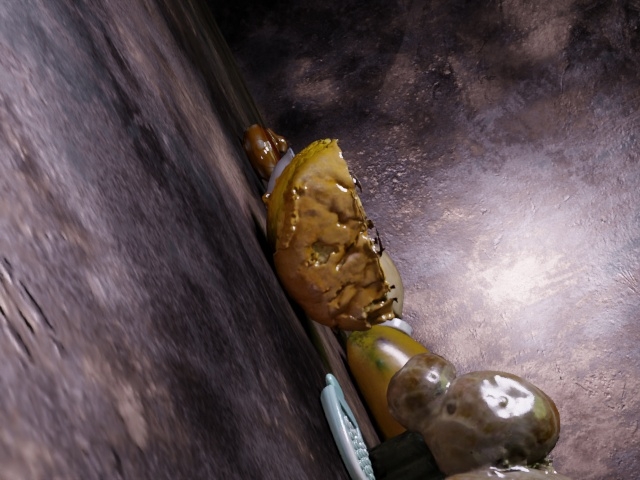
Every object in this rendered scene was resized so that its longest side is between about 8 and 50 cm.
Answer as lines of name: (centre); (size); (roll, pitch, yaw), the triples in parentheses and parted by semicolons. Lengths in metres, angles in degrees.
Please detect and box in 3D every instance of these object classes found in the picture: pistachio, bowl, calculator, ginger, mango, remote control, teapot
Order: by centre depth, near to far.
calculator: (0.030, 0.211, 0.949); (0.095, 0.021, 0.153); (62, 3, -43)
ginger: (0.197, 0.271, 1.049); (0.155, 0.244, 0.304); (95, -12, -56)
bowl: (-0.046, -0.058, 1.515); (0.189, 0.086, 0.189); (62, 3, -5)
mango: (0.163, 0.280, 1.517); (0.317, 0.173, 0.211); (52, 3, 8)
remote control: (0.117, 0.204, 1.662); (0.245, 0.077, 0.022); (107, -2, -60)
teapot: (-0.096, -0.165, 1.665); (0.129, 0.078, 0.098); (64, 2, -5)
pistachio: (0.083, 0.095, 1.701); (0.181, 0.162, 0.293); (48, -1, 11)

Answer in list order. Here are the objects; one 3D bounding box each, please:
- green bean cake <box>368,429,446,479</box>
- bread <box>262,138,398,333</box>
green bean cake: (0.144, 0.342, 1.186); (0.173, 0.094, 0.181); (65, 3, 18)
bread: (-0.001, 0.003, 1.183); (0.160, 0.147, 0.261); (-135, -157, -67)
